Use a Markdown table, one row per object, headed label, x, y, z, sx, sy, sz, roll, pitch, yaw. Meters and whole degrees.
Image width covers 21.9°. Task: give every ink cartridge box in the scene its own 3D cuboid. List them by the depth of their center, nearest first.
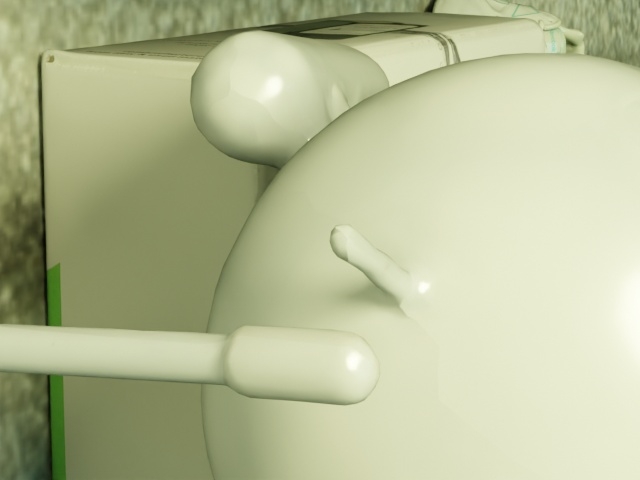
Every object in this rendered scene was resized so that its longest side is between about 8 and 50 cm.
| label | x | y | z | sx | sy | sz | roll | pitch | yaw |
| --- | --- | --- | --- | --- | --- | --- | --- | --- | --- |
| ink cartridge box | 0.000 | 0.000 | 0.779 | 0.273 | 0.114 | 0.198 | -18 | 112 | -57 |

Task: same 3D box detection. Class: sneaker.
| label | x | y | z | sx | sy | sz | roll | pitch | yaw |
| --- | --- | --- | --- | --- | --- | --- | --- | --- | --- |
| sneaker | 0.114 | -0.125 | 1.006 | 0.152 | 0.061 | 0.054 | -11 | 108 | -57 |

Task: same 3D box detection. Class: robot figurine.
| label | x | y | z | sx | sy | sz | roll | pitch | yaw |
| --- | --- | --- | --- | --- | --- | --- | --- | --- | --- |
| robot figurine | 0.079 | 0.041 | 0.562 | 0.200 | 0.300 | 0.353 | -49 | 171 | 11 |

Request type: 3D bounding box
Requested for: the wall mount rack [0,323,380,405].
| label | x | y | z | sx | sy | sz | roll | pitch | yaw |
| --- | --- | --- | --- | --- | --- | --- | --- | --- | --- |
| wall mount rack | -0.133 | 0.138 | 0.443 | 0.304 | 0.130 | 0.350 | -15 | 116 | -14 |
